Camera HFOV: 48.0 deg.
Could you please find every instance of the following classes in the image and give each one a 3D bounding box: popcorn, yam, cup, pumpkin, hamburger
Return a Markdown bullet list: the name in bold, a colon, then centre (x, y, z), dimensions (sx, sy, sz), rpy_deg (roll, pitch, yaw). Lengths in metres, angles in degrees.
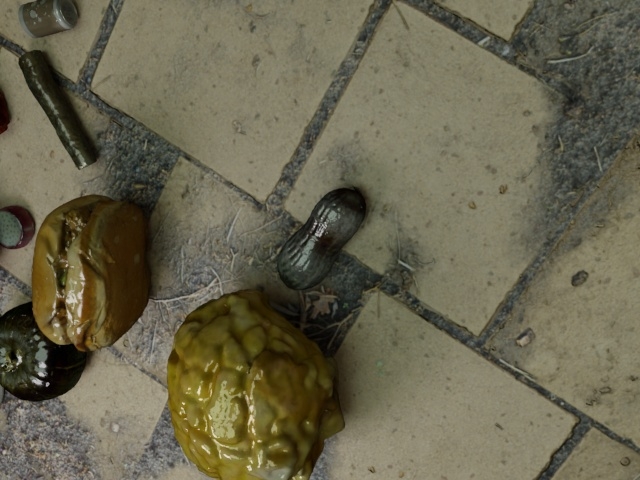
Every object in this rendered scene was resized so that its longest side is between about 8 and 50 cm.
- **popcorn**: centre (-0.142, 0.305, 1.400), dimensions (0.390, 0.344, 0.354), rpy_deg (42, 105, -2)
- **yam**: centre (-0.568, -0.281, 1.558), dimensions (0.061, 0.061, 0.274), rpy_deg (-27, 94, 21)
- **cup**: centre (-0.565, -0.480, 1.514), dimensions (0.099, 0.102, 0.074), rpy_deg (-6, 139, 18)
- **pumpkin**: centre (-0.654, 0.258, 1.654), dimensions (0.237, 0.159, 0.238), rpy_deg (6, 107, 21)
- **hamburger**: centre (-0.461, 0.063, 1.480), dimensions (0.174, 0.284, 0.305), rpy_deg (16, 111, 12)

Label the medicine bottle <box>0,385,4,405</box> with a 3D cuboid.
- **medicine bottle**: centre (-0.930, 0.372, 1.780), dimensions (0.252, 0.144, 0.145), rpy_deg (3, 103, 18)

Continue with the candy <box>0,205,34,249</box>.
- **candy**: centre (-0.716, -0.030, 1.670), dimensions (0.103, 0.043, 0.103), rpy_deg (4, 104, 17)

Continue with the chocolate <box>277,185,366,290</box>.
- **chocolate**: centre (0.000, 0.000, 1.412), dimensions (0.110, 0.110, 0.248), rpy_deg (36, 113, 7)

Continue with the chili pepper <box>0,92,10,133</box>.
- **chili pepper**: centre (-0.874, -0.253, 1.623), dimensions (0.338, 0.134, 0.131), rpy_deg (-10, 112, 18)
